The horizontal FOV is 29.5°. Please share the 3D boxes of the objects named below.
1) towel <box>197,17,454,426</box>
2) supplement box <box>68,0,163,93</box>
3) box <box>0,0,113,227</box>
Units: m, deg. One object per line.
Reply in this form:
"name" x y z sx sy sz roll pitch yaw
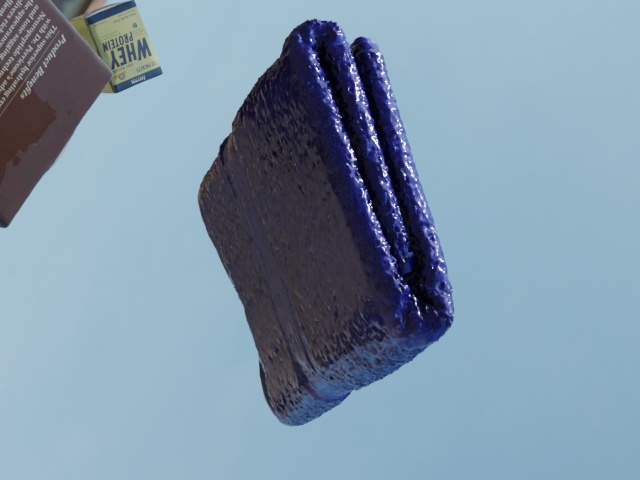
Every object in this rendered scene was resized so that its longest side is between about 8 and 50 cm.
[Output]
"towel" 0.000 0.000 0.882 0.227 0.076 0.308 69 -21 11
"supplement box" -0.217 -0.201 1.270 0.056 0.083 0.083 -27 -161 -22
"box" -0.316 -0.147 0.984 0.167 0.203 0.168 22 -108 32
